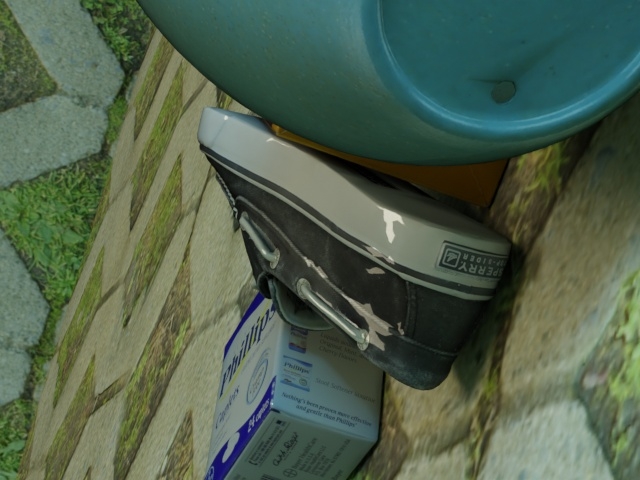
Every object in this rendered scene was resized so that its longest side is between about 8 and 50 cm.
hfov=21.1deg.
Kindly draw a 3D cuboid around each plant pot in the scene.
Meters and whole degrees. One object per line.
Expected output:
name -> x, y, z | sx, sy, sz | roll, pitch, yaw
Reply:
plant pot -> 0.056, -0.145, 0.712 | 0.290, 0.290, 0.195 | -65, 26, 24

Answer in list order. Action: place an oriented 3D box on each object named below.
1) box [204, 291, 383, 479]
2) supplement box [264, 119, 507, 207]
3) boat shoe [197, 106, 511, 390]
box -> -0.016, 0.094, 1.076 | 0.126, 0.072, 0.137 | 123, 162, -44
supplement box -> 0.051, -0.145, 1.011 | 0.194, 0.129, 0.191 | -130, 59, -74
boat shoe -> 0.000, 0.000, 0.990 | 0.301, 0.108, 0.102 | 34, 107, 55
